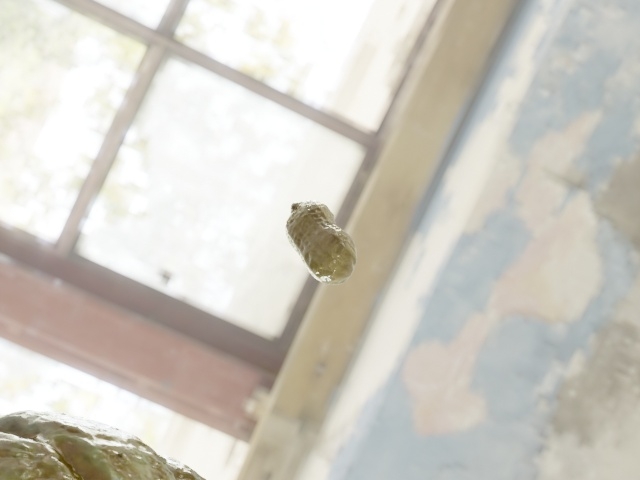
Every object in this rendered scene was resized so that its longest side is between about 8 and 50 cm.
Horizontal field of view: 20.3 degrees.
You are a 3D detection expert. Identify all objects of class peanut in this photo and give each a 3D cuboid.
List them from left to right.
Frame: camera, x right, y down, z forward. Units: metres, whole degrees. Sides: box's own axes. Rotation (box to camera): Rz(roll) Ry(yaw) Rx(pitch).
[{"bbox_3d":[0.000,0.000,1.592,0.054,0.054,0.113,-59,-145,21],"label":"peanut"}]

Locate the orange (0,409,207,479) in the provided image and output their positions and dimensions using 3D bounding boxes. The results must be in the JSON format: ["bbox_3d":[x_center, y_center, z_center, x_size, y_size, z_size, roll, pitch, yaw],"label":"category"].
[{"bbox_3d":[-0.226,0.236,1.302,0.271,0.210,0.369,-18,-179,39],"label":"orange"}]
